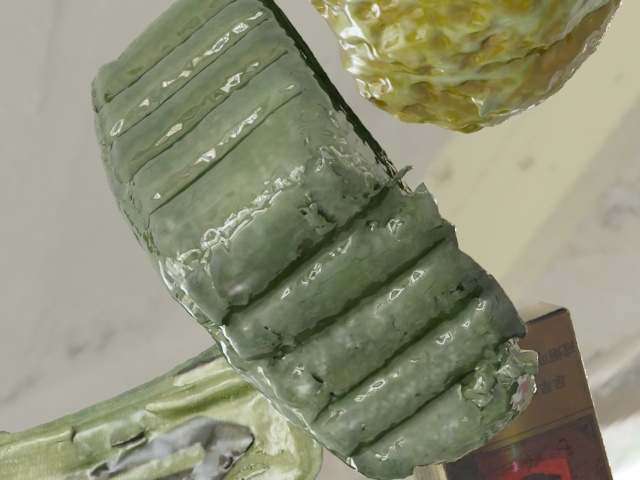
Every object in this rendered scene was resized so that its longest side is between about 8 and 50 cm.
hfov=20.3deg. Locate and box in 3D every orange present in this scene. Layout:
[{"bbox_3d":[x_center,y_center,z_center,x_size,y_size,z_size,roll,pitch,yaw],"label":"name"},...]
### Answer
[{"bbox_3d":[0.095,-0.244,1.235,0.368,0.210,0.271,47,-113,-30],"label":"orange"}]

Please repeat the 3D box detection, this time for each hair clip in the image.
[{"bbox_3d":[-0.149,0.174,1.267,0.321,0.138,0.091,-19,-11,7],"label":"hair clip"}]

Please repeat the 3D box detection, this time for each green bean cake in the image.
[{"bbox_3d":[0.000,0.000,0.887,0.125,0.222,0.227,-41,-54,6],"label":"green bean cake"}]

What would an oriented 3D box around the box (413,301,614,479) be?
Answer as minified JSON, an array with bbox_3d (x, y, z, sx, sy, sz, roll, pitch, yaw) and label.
[{"bbox_3d":[0.163,0.189,1.536,0.159,0.240,0.071,-17,8,-17],"label":"box"}]
